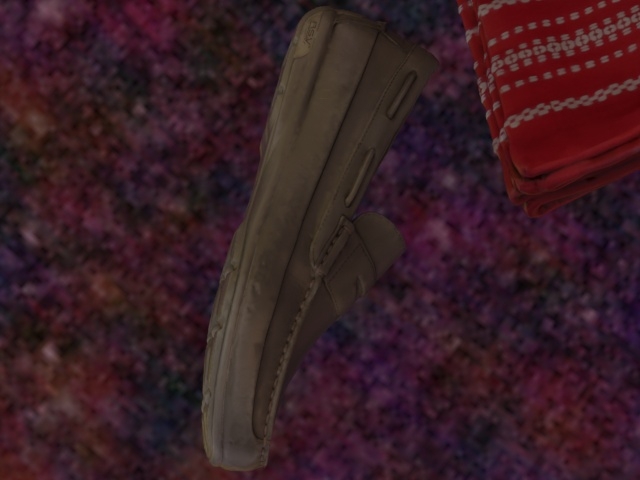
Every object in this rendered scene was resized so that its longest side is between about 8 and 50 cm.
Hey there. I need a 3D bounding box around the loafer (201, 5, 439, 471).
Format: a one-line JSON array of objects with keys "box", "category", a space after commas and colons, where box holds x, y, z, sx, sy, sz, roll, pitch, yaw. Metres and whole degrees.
[{"box": [0.000, 0.000, 1.108, 0.111, 0.319, 0.112, 17, 165, -4], "category": "loafer"}]

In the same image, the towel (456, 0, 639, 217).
[{"box": [0.132, -0.144, 0.619, 0.199, 0.275, 0.031, -25, 135, 16], "category": "towel"}]
